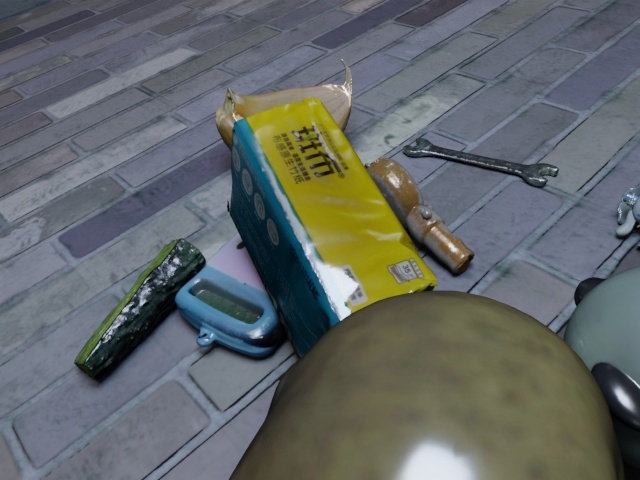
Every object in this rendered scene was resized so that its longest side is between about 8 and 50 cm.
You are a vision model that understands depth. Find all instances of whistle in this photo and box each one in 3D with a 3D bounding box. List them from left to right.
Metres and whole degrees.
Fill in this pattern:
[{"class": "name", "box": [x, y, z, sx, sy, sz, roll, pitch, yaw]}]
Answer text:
[{"class": "whistle", "box": [0.126, -0.038, 0.770, 0.057, 0.107, 0.220, -34, 61, -13]}]

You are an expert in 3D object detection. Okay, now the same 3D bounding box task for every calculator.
[{"class": "calculator", "box": [-0.068, 0.039, 0.755, 0.173, 0.051, 0.293, 22, 51, 29]}]

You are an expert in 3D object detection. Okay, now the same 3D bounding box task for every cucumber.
[{"class": "cucumber", "box": [-0.235, 0.094, 0.729, 0.078, 0.062, 0.211, -22, 32, 50]}]

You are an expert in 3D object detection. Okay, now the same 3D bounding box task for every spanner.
[{"class": "spanner", "box": [0.255, -0.132, 0.897, 0.254, 0.015, 0.054, 19, 50, 28]}]

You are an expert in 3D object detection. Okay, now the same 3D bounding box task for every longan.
[{"class": "longan", "box": [0.079, 0.200, 0.384, 0.288, 0.288, 0.350, 9, 54, 21]}]

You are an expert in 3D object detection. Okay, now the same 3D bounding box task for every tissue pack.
[{"class": "tissue pack", "box": [0.000, 0.000, 0.621, 0.134, 0.192, 0.271, -18, 63, -21]}]

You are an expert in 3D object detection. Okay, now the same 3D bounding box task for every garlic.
[{"class": "garlic", "box": [-0.050, -0.198, 0.927, 0.245, 0.164, 0.145, -21, 26, -18]}]

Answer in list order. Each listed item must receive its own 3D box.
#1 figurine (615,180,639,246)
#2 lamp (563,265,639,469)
[{"class": "figurine", "box": [0.430, -0.037, 0.715, 0.082, 0.094, 0.086, -5, 58, -54]}, {"class": "lamp", "box": [0.339, 0.122, 0.474, 0.243, 0.198, 0.198, 20, 48, 8]}]
